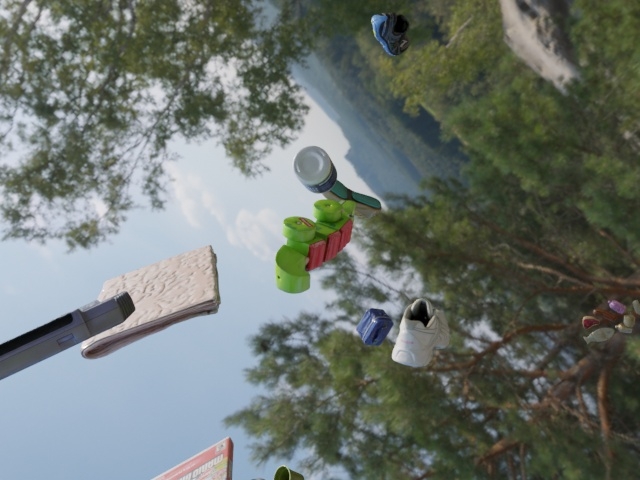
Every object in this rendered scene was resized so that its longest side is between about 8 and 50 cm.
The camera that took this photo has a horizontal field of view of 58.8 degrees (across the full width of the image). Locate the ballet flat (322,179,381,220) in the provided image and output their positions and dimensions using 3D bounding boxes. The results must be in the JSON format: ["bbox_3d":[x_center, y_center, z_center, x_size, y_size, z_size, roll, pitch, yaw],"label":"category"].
[{"bbox_3d":[0.068,-0.117,1.635,0.232,0.073,0.080,24,-143,-19],"label":"ballet flat"}]

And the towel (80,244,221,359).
[{"bbox_3d":[-0.396,0.136,1.368,0.332,0.316,0.054,-118,9,-66],"label":"towel"}]

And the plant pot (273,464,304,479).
[{"bbox_3d":[-0.095,0.772,1.826,0.079,0.083,0.083,27,-159,-35],"label":"plant pot"}]

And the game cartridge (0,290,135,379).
[{"bbox_3d":[-0.507,0.185,0.987,0.068,0.354,0.230,65,167,0],"label":"game cartridge"}]

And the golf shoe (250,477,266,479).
[{"bbox_3d":[-0.098,0.563,1.140,0.176,0.069,0.086,70,-167,13],"label":"golf shoe"}]

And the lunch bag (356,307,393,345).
[{"bbox_3d":[0.150,0.232,1.520,0.067,0.099,0.065,9,-150,-34],"label":"lunch bag"}]

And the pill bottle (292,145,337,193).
[{"bbox_3d":[-0.008,-0.168,1.413,0.094,0.094,0.169,50,-177,12],"label":"pill bottle"}]

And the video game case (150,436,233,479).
[{"bbox_3d":[-0.260,0.495,1.074,0.025,0.204,0.285,62,177,-11],"label":"video game case"}]

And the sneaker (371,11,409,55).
[{"bbox_3d":[0.188,-0.510,1.402,0.188,0.078,0.067,4,-101,-65],"label":"sneaker"}]

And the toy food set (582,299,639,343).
[{"bbox_3d":[0.595,0.161,1.165,0.078,0.122,0.019,65,-153,-6],"label":"toy food set"}]

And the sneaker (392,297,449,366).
[{"bbox_3d":[0.218,0.169,1.163,0.090,0.116,0.232,9,-166,21],"label":"sneaker"}]

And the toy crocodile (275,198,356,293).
[{"bbox_3d":[0.000,0.000,1.167,0.105,0.115,0.340,20,-152,20],"label":"toy crocodile"}]
